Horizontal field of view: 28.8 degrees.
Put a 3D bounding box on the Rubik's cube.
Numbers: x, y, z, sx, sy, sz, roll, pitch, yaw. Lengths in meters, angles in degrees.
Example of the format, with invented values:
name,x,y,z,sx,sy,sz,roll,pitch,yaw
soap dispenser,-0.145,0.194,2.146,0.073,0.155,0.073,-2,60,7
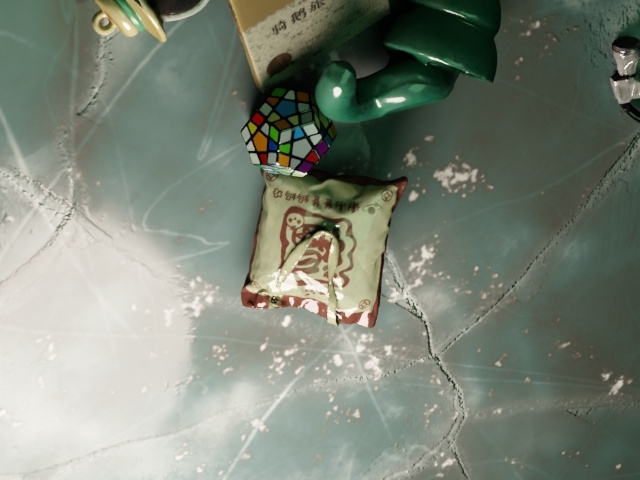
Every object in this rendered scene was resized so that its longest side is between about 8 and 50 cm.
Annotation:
name,x,y,z,sx,sy,sz,roll,pitch,yaw
Rubik's cube,-0.043,-0.148,1.715,0.133,0.133,0.112,-21,150,-12

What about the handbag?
name,x,y,z,sx,sy,sz,roll,pitch,yaw
handbag,0.000,0.000,1.799,0.213,0.127,0.235,9,109,-3

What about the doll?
name,x,y,z,sx,sy,sz,roll,pitch,yaw
doll,-0.145,-0.348,1.550,0.271,0.144,0.208,1,106,-19

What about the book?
name,x,y,z,sx,sy,sz,roll,pitch,yaw
book,-0.015,-0.326,1.594,0.217,0.021,0.310,-32,156,-6

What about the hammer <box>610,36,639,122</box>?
name,x,y,z,sx,sy,sz,roll,pitch,yaw
hammer,0.661,-0.285,1.929,0.426,0.044,0.152,-14,124,3

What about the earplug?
name,x,y,z,sx,sy,sz,roll,pitch,yaw
earplug,0.125,-0.265,1.700,0.257,0.164,0.280,25,91,-28
